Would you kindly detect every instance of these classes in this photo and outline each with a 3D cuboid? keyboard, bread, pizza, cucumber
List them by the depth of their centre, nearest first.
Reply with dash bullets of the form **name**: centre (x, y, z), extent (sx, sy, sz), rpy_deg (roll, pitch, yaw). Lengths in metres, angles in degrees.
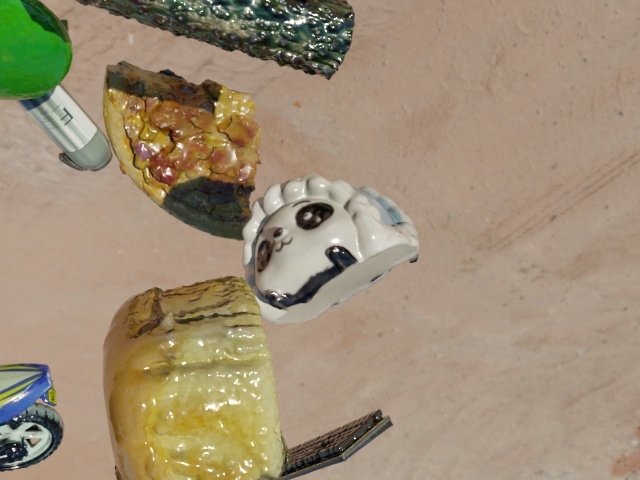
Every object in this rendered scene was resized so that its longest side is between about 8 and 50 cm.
- **bread**: centre (-0.128, 0.125, 0.687), extent (0.175, 0.251, 0.133), rpy_deg (-6, 146, -12)
- **cucumber**: centre (-0.143, -0.266, 0.737), extent (0.360, 0.096, 0.096), rpy_deg (13, 140, -18)
- **keyboard**: centre (-0.014, 0.306, 0.986), extent (0.106, 0.027, 0.317), rpy_deg (-26, 170, -38)
- **pizza**: centre (-0.229, -0.167, 1.272), extent (0.278, 0.114, 0.408), rpy_deg (-26, 120, 9)

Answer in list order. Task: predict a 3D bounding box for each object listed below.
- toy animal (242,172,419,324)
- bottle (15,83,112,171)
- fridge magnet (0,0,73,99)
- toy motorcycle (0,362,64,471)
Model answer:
- **toy animal**: centre (0.000, 0.000, 0.875), extent (0.208, 0.155, 0.204), rpy_deg (-36, 159, 23)
- **bottle**: centre (-0.467, -0.219, 1.214), extent (0.096, 0.079, 0.253), rpy_deg (-30, 138, 3)
- **fridge magnet**: centre (-0.436, -0.266, 0.912), extent (0.208, 0.088, 0.208), rpy_deg (-4, 151, -2)
- **toy motorcycle**: centre (-0.395, 0.193, 0.627), extent (0.316, 0.113, 0.168), rpy_deg (-16, 137, -13)
